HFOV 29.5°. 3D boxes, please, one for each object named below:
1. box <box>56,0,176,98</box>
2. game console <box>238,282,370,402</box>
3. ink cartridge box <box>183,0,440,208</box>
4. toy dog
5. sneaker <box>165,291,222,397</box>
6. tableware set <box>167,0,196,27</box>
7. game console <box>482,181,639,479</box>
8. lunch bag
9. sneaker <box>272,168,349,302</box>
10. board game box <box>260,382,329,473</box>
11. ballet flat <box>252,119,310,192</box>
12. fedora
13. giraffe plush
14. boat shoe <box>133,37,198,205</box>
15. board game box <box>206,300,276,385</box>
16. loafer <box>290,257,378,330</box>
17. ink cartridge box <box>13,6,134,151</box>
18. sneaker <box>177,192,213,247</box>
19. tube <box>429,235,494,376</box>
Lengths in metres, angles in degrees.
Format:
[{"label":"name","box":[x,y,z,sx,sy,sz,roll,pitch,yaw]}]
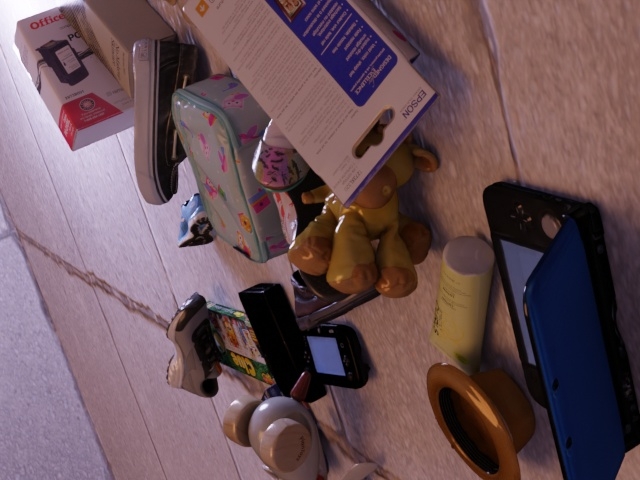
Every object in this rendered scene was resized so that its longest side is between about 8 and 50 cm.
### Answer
[{"label":"box","box":[-0.351,-0.373,2.067,0.275,0.094,0.113,49,152,31]},{"label":"game console","box":[-0.023,0.172,2.017,0.361,0.044,0.213,-6,109,65]},{"label":"ink cartridge box","box":[-0.009,-0.224,1.438,0.175,0.069,0.371,-51,59,24]},{"label":"toy dog","box":[-0.013,0.336,2.022,0.220,0.161,0.333,31,166,29]},{"label":"sneaker","box":[-0.237,0.206,2.390,0.108,0.100,0.271,25,139,19]},{"label":"tableware set","box":[-0.227,-0.411,1.864,0.169,0.020,0.141,41,146,44]},{"label":"game console","box":[0.225,0.115,1.274,0.250,0.173,0.293,22,133,57]},{"label":"lunch bag","box":[-0.127,-0.107,1.860,0.224,0.108,0.279,30,140,52]},{"label":"sneaker","box":[0.001,-0.001,1.663,0.145,0.090,0.270,72,176,-55]},{"label":"board game box","box":[-0.060,0.361,2.269,0.194,0.060,0.194,62,158,3]},{"label":"ballet flat","box":[-0.031,-0.137,1.541,0.077,0.221,0.079,14,118,11]},{"label":"fedora","box":[0.213,0.222,1.530,0.194,0.079,0.194,48,158,26]},{"label":"giraffe plush","box":[0.064,-0.058,1.494,0.210,0.181,0.170,-90,11,-46]},{"label":"boat shoe","box":[-0.244,-0.182,2.005,0.335,0.119,0.121,95,176,-48]},{"label":"board game box","box":[-0.153,0.195,2.333,0.260,0.030,0.136,9,124,63]},{"label":"loafer","box":[0.014,0.062,1.754,0.095,0.109,0.302,66,160,5]},{"label":"ink cartridge box","box":[-0.422,-0.306,2.187,0.237,0.172,0.100,59,156,11]},{"label":"sneaker","box":[-0.227,-0.037,2.228,0.162,0.063,0.073,129,130,-60]},{"label":"tube","box":[0.174,0.090,1.506,0.240,0.062,0.070,89,-178,-54]}]
